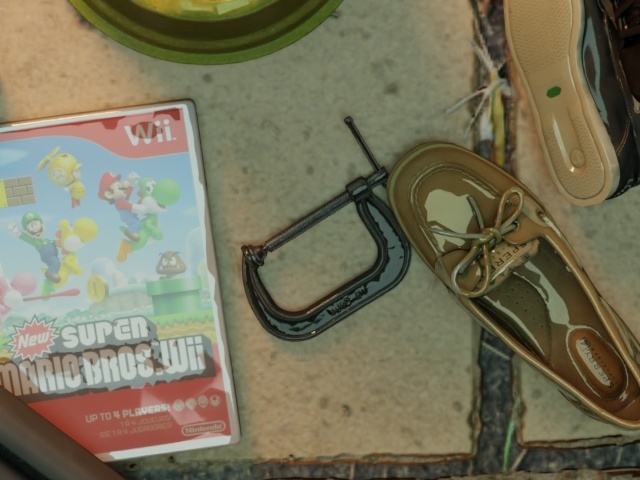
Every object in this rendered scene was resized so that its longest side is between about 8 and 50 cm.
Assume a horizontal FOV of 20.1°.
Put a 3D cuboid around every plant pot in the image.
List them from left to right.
[{"bbox_3d":[-0.082,-0.251,1.286,0.276,0.254,0.276,-1,101,-4],"label":"plant pot"}]

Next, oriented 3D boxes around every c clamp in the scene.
[{"bbox_3d":[0.000,0.000,1.456,0.161,0.022,0.137,-38,105,2],"label":"c clamp"}]

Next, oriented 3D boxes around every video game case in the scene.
[{"bbox_3d":[-0.182,0.040,1.448,0.204,0.025,0.285,-8,100,-2],"label":"video game case"}]

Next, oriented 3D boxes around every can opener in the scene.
[{"bbox_3d":[-0.180,0.223,1.437,0.074,0.093,0.280,-42,108,16],"label":"can opener"}]

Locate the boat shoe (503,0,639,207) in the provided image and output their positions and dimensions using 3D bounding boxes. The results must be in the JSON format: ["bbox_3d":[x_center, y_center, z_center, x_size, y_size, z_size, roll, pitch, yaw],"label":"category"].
[{"bbox_3d":[0.204,-0.146,1.423,0.079,0.084,0.233,-18,95,-38],"label":"boat shoe"}]

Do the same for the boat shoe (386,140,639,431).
[{"bbox_3d":[0.168,0.035,1.433,0.285,0.089,0.104,44,95,-11],"label":"boat shoe"}]

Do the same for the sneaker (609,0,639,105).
[{"bbox_3d":[0.226,-0.210,1.357,0.121,0.079,0.216,19,67,-30],"label":"sneaker"}]
